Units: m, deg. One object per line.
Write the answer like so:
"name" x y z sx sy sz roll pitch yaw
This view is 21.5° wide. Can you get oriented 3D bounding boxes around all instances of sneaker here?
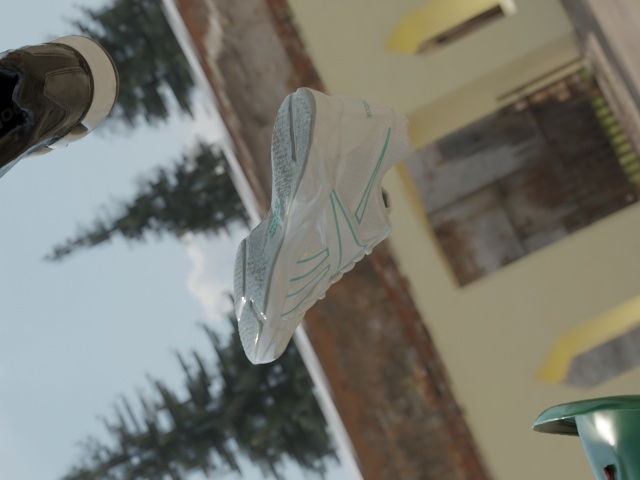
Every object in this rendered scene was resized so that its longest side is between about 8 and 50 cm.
"sneaker" 0.000 0.000 0.764 0.054 0.061 0.152 -112 33 -44
"sneaker" -0.238 -0.052 1.031 0.078 0.234 0.106 60 -162 8

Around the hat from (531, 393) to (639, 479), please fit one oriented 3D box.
"hat" 0.184 0.169 0.747 0.208 0.173 0.184 22 -113 -63
